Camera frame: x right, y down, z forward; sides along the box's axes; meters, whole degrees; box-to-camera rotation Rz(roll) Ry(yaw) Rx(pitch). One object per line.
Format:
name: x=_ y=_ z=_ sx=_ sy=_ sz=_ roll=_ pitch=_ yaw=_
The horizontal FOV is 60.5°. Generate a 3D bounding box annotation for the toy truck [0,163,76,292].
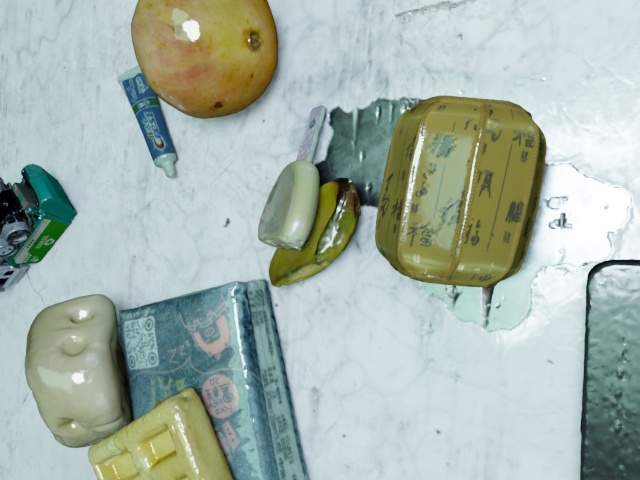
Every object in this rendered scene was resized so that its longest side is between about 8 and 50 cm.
toy truck: x=-0.523 y=-0.014 z=0.925 sx=0.253 sy=0.124 sz=0.114 roll=-44 pitch=71 yaw=22

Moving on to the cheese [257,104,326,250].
cheese: x=-0.026 y=-0.083 z=0.698 sx=0.097 sy=0.038 sz=0.191 roll=0 pitch=71 yaw=55

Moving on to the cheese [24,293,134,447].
cheese: x=-0.336 y=0.192 z=0.785 sx=0.117 sy=0.235 sz=0.217 roll=-11 pitch=102 yaw=-15

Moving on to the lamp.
lamp: x=0.143 y=-0.049 z=0.566 sx=0.161 sy=0.161 sz=0.184 roll=10 pitch=95 yaw=27

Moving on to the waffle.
waffle: x=-0.167 y=0.332 z=0.657 sx=0.168 sy=0.057 sz=0.274 roll=-33 pitch=77 yaw=24

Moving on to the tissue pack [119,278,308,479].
tissue pack: x=-0.154 y=0.226 z=0.745 sx=0.228 sy=0.103 sz=0.315 roll=-15 pitch=82 yaw=29

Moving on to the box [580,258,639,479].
box: x=0.356 y=0.194 z=0.509 sx=0.212 sy=0.058 sz=0.349 roll=3 pitch=91 yaw=25

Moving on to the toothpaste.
toothpaste: x=-0.259 y=-0.182 z=0.839 sx=0.057 sy=0.035 sz=0.197 roll=-25 pitch=77 yaw=9

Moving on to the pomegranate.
pomegranate: x=-0.149 y=-0.251 z=0.700 sx=0.191 sy=0.191 sz=0.191 roll=0 pitch=90 yaw=27

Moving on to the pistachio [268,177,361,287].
pistachio: x=0.000 y=0.000 z=0.693 sx=0.173 sy=0.049 sz=0.089 roll=-52 pitch=37 yaw=23
